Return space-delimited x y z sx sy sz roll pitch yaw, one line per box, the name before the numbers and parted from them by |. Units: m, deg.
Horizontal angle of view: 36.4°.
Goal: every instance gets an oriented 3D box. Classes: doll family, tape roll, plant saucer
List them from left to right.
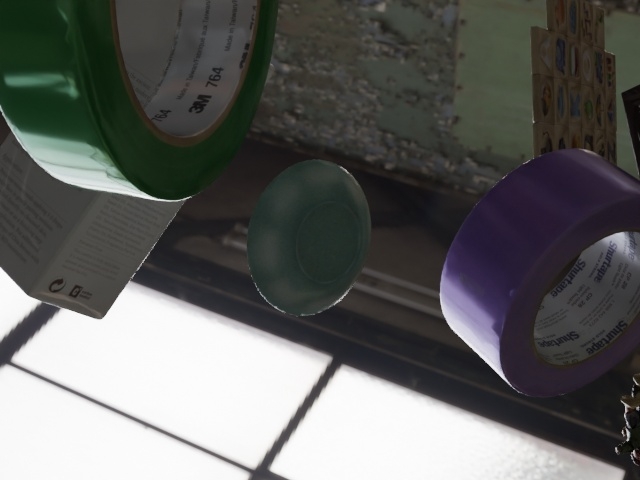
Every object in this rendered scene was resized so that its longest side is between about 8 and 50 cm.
tape roll | -0.125 -0.192 0.731 0.321 0.077 0.321 8 -90 -72
plant saucer | 0.000 0.000 1.185 0.195 0.037 0.195 -9 -75 -38
tape roll | 0.195 0.027 0.779 0.189 0.080 0.189 -17 -52 -23
doll family | 0.425 0.200 1.154 0.076 0.193 0.111 -121 14 -65

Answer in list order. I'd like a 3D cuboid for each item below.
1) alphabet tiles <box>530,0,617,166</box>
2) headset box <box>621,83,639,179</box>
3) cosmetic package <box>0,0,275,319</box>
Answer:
alphabet tiles | 0.342 -0.178 1.291 0.342 0.011 0.285 -7 -84 -58
headset box | 0.489 -0.129 0.964 0.218 0.293 0.110 19 -122 -41
cosmetic package | -0.300 -0.140 1.413 0.453 0.230 0.161 -55 -34 3
